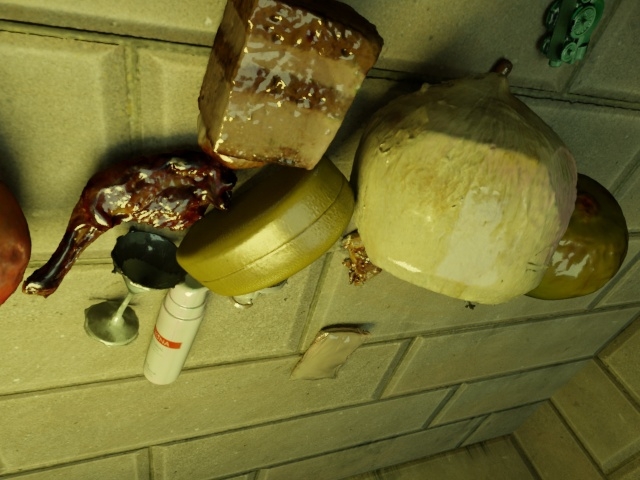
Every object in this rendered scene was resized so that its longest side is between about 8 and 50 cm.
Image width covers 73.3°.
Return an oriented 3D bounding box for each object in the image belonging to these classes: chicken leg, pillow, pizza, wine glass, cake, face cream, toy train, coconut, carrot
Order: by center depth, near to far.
[{"bbox_3d":[-0.067,-0.225,0.653,0.199,0.196,0.293,7,127,-31],"label":"cake"},{"bbox_3d":[-0.336,-0.051,0.750,0.407,0.096,0.158,-33,114,-14],"label":"chicken leg"},{"bbox_3d":[0.244,-0.111,0.779,0.405,0.404,0.404,-13,136,-13],"label":"coconut"},{"bbox_3d":[0.481,-0.420,0.806,0.105,0.071,0.178,-23,137,-17],"label":"toy train"},{"bbox_3d":[0.348,-0.322,0.868,0.032,0.032,0.093,17,126,-35],"label":"carrot"},{"bbox_3d":[-0.388,0.108,0.883,0.156,0.156,0.232,18,127,-36],"label":"wine glass"},{"bbox_3d":[-0.341,0.208,1.022,0.102,0.102,0.345,6,129,-29],"label":"face cream"},{"bbox_3d":[0.119,0.056,1.102,0.154,0.069,0.193,-5,132,-21],"label":"pizza"},{"bbox_3d":[0.026,0.369,1.369,0.173,0.067,0.270,12,126,-25],"label":"pillow"}]

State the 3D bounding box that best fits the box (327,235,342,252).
[{"bbox_3d":[0.000,0.000,1.013,0.098,0.045,0.062,-12,135,-15],"label":"box"}]

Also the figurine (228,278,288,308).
[{"bbox_3d":[-0.160,0.099,0.998,0.132,0.132,0.153,9,140,-31],"label":"figurine"}]

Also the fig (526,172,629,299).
[{"bbox_3d":[0.544,-0.008,1.068,0.343,0.343,0.343,-13,136,-13],"label":"fig"}]

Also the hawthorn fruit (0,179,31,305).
[{"bbox_3d":[-0.562,0.016,0.638,0.276,0.276,0.307,-21,159,-4],"label":"hawthorn fruit"}]

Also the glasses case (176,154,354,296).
[{"bbox_3d":[-0.105,-0.007,0.795,0.371,0.173,0.141,-26,121,29],"label":"glasses case"}]
